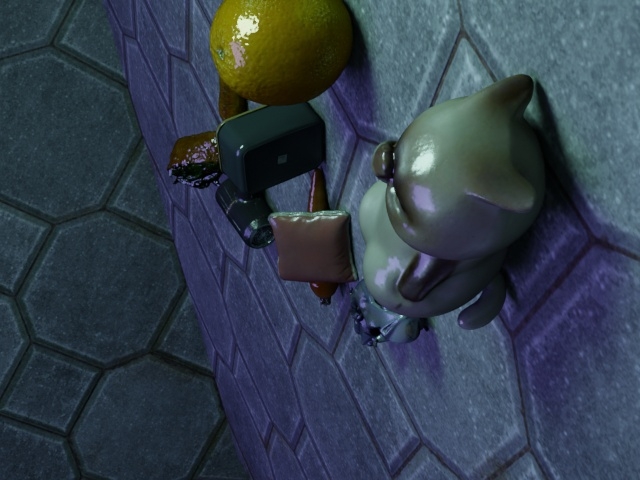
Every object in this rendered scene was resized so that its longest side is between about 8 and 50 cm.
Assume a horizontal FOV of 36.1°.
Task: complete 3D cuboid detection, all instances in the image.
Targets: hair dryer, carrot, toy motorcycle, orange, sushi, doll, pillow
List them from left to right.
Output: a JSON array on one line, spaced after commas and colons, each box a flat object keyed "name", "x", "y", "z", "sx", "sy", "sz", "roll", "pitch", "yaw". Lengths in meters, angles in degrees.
[{"name": "sushi", "x": -0.304, "y": -0.216, "z": 2.648, "sx": 0.287, "sy": 0.149, "sz": 0.140, "roll": -3, "pitch": 80, "yaw": 46}, {"name": "carrot", "x": -0.209, "y": -0.368, "z": 2.294, "sx": 0.070, "sy": 0.070, "sz": 0.260, "roll": 59, "pitch": 160, "yaw": 31}, {"name": "hair dryer", "x": -0.171, "y": -0.155, "z": 2.388, "sx": 0.189, "sy": 0.107, "sz": 0.352, "roll": 54, "pitch": 152, "yaw": 35}, {"name": "orange", "x": -0.063, "y": -0.330, "z": 1.613, "sx": 0.236, "sy": 0.236, "sz": 0.236, "roll": 57, "pitch": 159, "yaw": 36}, {"name": "pillow", "x": -0.014, "y": 0.009, "z": 2.007, "sx": 0.075, "sy": 0.171, "sz": 0.179, "roll": -76, "pitch": -18, "yaw": -50}, {"name": "carrot", "x": 0.000, "y": 0.000, "z": 2.077, "sx": 0.069, "sy": 0.069, "sz": 0.336, "roll": -134, "pitch": 33, "yaw": -53}, {"name": "toy motorcycle", "x": 0.117, "y": 0.134, "z": 1.801, "sx": 0.270, "sy": 0.106, "sz": 0.159, "roll": 119, "pitch": 135, "yaw": -63}, {"name": "doll", "x": 0.161, "y": -0.038, "z": 1.282, "sx": 0.370, "sy": 0.226, "sz": 0.215, "roll": 92, "pitch": -173, "yaw": -61}]

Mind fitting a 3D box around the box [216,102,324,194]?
[{"name": "box", "x": -0.093, "y": -0.185, "z": 1.921, "sx": 0.090, "sy": 0.201, "sz": 0.144, "roll": 51, "pitch": 154, "yaw": 38}]
